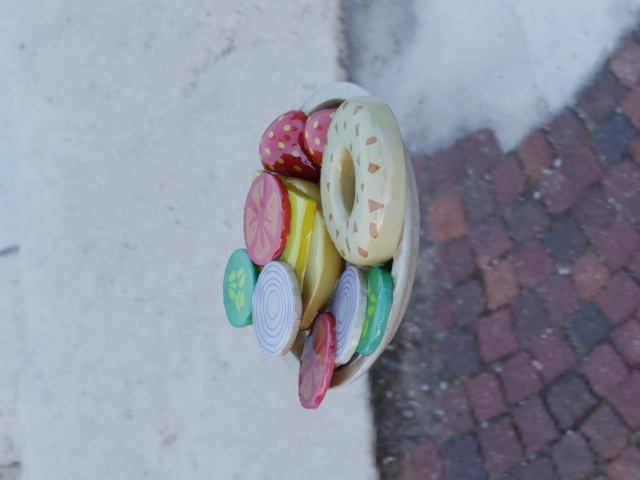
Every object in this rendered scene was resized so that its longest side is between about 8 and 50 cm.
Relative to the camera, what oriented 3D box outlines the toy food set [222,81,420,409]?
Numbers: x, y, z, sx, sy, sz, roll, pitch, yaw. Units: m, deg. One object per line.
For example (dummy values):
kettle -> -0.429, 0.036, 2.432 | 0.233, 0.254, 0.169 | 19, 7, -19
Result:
toy food set -> 0.000, 0.000, 0.368 | 0.083, 0.020, 0.082 | 31, 114, 59
